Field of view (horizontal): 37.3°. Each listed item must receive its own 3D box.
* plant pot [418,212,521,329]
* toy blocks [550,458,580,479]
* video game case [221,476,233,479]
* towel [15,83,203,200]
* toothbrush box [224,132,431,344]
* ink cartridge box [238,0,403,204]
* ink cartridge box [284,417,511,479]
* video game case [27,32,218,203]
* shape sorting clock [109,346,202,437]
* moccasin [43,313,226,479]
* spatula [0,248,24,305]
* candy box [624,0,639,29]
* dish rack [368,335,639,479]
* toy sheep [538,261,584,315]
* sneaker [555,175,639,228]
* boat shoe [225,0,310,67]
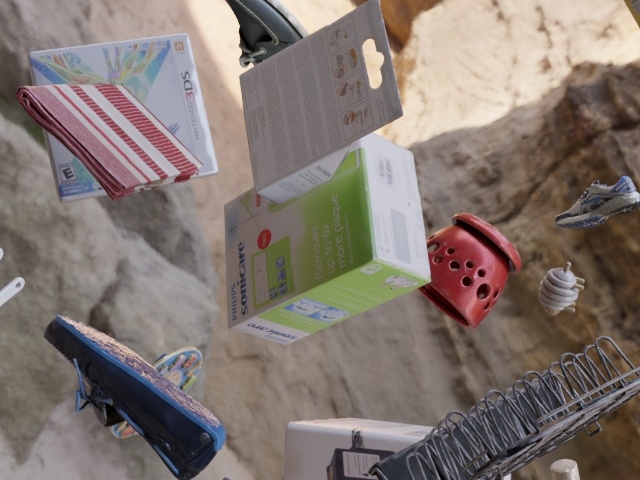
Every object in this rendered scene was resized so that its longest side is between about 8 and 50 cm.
[{"bbox_3d":[0.282,0.051,1.871,0.191,0.174,0.191,40,-6,5],"label":"plant pot"},{"bbox_3d":[0.330,0.523,1.364,0.309,0.288,0.260,-143,-142,-74],"label":"toy blocks"},{"bbox_3d":[-0.142,0.445,1.171,0.232,0.041,0.210,-45,129,-28],"label":"video game case"},{"bbox_3d":[-0.347,-0.178,1.618,0.237,0.037,0.329,46,18,4],"label":"towel"},{"bbox_3d":[0.000,0.000,1.331,0.122,0.283,0.206,20,55,-40],"label":"toothbrush box"},{"bbox_3d":[0.005,-0.176,1.218,0.066,0.232,0.189,29,45,-53],"label":"ink cartridge box"},{"bbox_3d":[0.095,0.279,1.164,0.172,0.237,0.100,16,77,-61],"label":"ink cartridge box"},{"bbox_3d":[-0.391,-0.250,1.906,0.036,0.328,0.300,167,-90,-68],"label":"video game case"},{"bbox_3d":[-0.285,0.269,1.666,0.040,0.206,0.206,45,10,20],"label":"shape sorting clock"},{"bbox_3d":[-0.308,0.242,1.460,0.342,0.117,0.137,35,2,20],"label":"moccasin"},{"bbox_3d":[-0.439,0.073,1.069,0.242,0.019,0.168,-47,143,-38],"label":"spatula"},{"bbox_3d":[0.479,-0.274,1.240,0.109,0.053,0.187,-33,93,-31],"label":"candy box"},{"bbox_3d":[0.169,0.153,0.791,0.074,0.208,0.271,60,-22,18],"label":"dish rack"},{"bbox_3d":[0.514,0.103,2.036,0.091,0.091,0.132,-68,173,-66],"label":"toy sheep"},{"bbox_3d":[0.413,-0.057,1.422,0.052,0.135,0.058,15,61,-50],"label":"sneaker"},{"bbox_3d":[-0.068,-0.282,1.434,0.116,0.099,0.319,41,-2,40],"label":"boat shoe"}]
